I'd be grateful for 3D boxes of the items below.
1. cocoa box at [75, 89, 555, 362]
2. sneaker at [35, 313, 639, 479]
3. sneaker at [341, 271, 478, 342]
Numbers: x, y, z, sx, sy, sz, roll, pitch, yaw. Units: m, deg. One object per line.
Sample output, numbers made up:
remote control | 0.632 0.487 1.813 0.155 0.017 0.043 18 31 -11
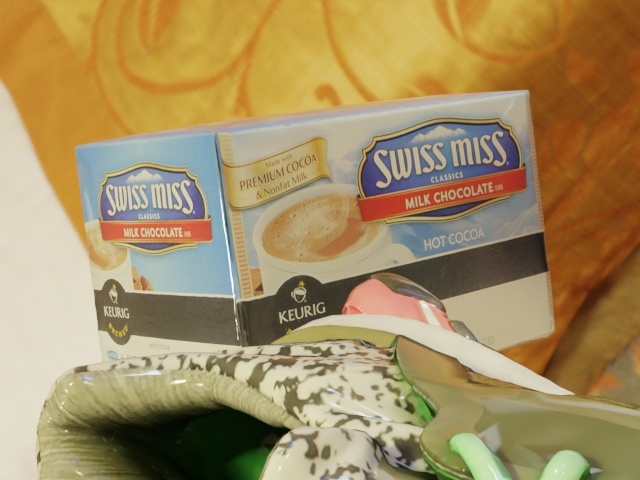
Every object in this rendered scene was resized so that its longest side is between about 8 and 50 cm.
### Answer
cocoa box | 0.000 0.000 1.162 0.231 0.347 0.228 1 100 52
sneaker | 0.064 0.102 0.359 0.410 0.182 0.158 5 83 45
sneaker | 0.021 0.158 0.616 0.136 0.116 0.314 -3 65 -9
